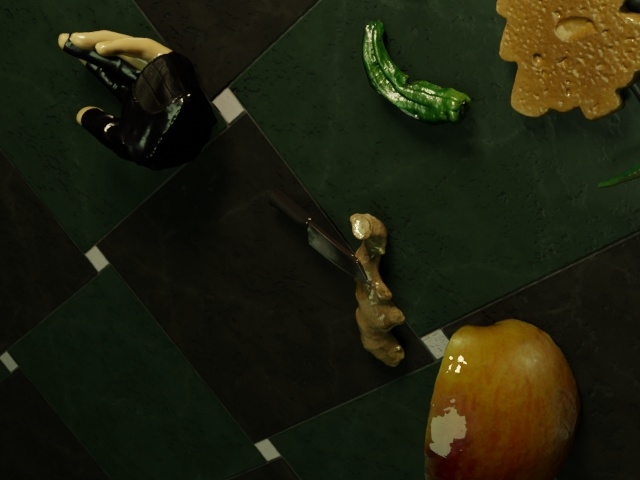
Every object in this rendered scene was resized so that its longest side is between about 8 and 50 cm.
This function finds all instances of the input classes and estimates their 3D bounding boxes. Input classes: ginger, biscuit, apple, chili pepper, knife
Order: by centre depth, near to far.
[{"bbox_3d":[0.292,-0.253,1.014,0.212,0.041,0.239,-21,104,44],"label":"biscuit"},{"bbox_3d":[0.118,-0.212,1.141,0.182,0.050,0.073,41,137,8],"label":"chili pepper"},{"bbox_3d":[0.262,0.287,1.275,0.254,0.179,0.346,-10,118,-6],"label":"apple"},{"bbox_3d":[0.000,0.000,1.305,0.230,0.028,0.060,40,148,33],"label":"knife"},{"bbox_3d":[0.087,0.080,1.316,0.089,0.075,0.288,19,130,36],"label":"ginger"}]

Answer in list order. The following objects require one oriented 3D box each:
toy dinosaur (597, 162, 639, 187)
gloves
[{"bbox_3d":[0.463,-0.219,0.898,0.447,0.087,0.301,-21,105,31],"label":"toy dinosaur"},{"bbox_3d":[-0.295,-0.225,1.325,0.301,0.152,0.197,40,109,14],"label":"gloves"}]
